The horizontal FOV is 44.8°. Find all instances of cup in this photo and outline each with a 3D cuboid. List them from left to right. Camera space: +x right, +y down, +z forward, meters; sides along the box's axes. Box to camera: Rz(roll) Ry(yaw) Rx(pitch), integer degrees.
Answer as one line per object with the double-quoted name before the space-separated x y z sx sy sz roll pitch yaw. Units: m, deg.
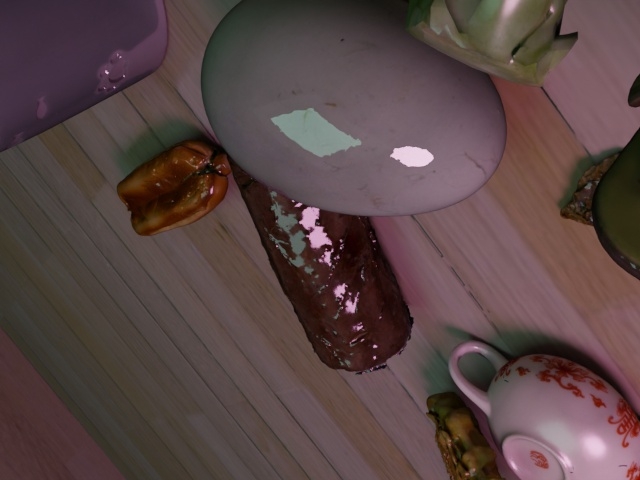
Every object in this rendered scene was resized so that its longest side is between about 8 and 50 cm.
"cup" -0.390 -0.239 0.898 0.357 0.274 0.259 -8 116 51

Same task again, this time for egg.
"egg" 0.023 -0.112 0.631 0.264 0.183 0.183 23 139 22

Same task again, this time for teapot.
"teapot" 0.228 0.180 0.772 0.245 0.116 0.159 40 157 25

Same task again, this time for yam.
"yam" -0.001 0.001 0.830 0.131 0.131 0.279 1 123 49

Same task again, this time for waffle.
"waffle" 0.183 0.297 0.852 0.291 0.051 0.291 -21 -90 -89

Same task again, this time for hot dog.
"hot dog" -0.194 -0.068 1.031 0.249 0.068 0.100 -16 101 52

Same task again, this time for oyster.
"oyster" 0.226 -0.030 0.617 0.051 0.034 0.093 45 152 20

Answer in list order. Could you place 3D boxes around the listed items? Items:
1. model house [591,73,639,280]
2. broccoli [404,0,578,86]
"model house" 0.257 -0.094 0.301 0.205 0.218 0.278 31 155 23
"broccoli" 0.123 -0.205 0.353 0.270 0.270 0.270 24 97 33
